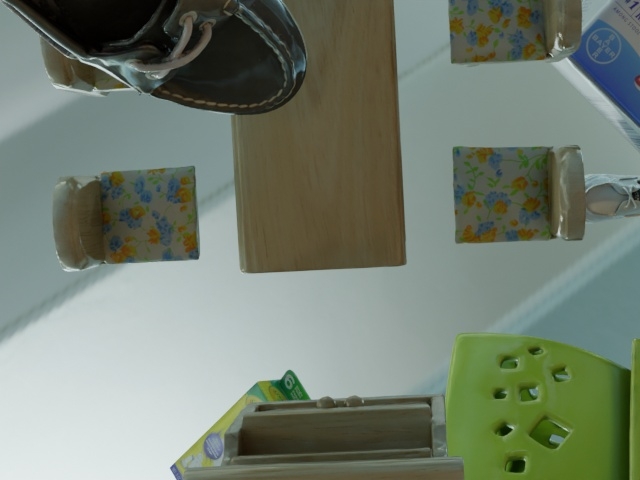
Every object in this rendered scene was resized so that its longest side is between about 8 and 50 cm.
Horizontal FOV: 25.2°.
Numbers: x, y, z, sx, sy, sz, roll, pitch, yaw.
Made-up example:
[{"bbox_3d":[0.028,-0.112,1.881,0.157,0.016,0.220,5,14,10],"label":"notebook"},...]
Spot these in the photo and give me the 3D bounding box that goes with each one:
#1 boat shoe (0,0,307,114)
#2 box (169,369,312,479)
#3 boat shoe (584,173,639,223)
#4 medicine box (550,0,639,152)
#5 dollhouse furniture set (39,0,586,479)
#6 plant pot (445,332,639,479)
[{"bbox_3d":[-0.141,-0.156,0.814,0.335,0.095,0.112,35,-61,-29],"label":"boat shoe"},{"bbox_3d":[-0.066,0.221,1.452,0.179,0.105,0.043,-45,-25,25],"label":"box"},{"bbox_3d":[0.400,-0.055,1.872,0.184,0.063,0.066,1,-94,-37],"label":"boat shoe"},{"bbox_3d":[0.471,-0.249,1.771,0.263,0.149,0.289,43,-88,-8],"label":"medicine box"},{"bbox_3d":[0.000,0.000,0.970,0.362,0.256,0.394,-3,-87,4],"label":"dollhouse furniture set"},{"bbox_3d":[0.236,0.227,1.312,0.227,0.207,0.228,62,-151,-45],"label":"plant pot"}]
